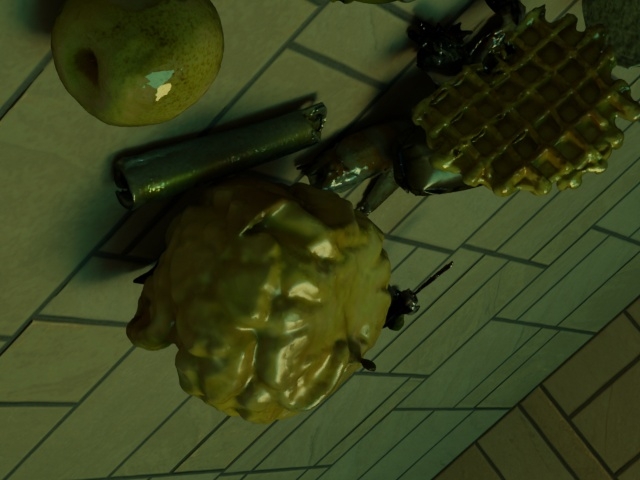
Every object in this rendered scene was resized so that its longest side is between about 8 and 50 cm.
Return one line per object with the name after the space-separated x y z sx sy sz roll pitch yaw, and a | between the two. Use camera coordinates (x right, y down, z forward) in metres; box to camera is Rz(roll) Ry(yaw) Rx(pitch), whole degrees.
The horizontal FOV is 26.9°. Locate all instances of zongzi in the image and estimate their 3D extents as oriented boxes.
0.200 -0.154 2.013 0.260 0.123 0.289 -17 -164 -13 | zongzi

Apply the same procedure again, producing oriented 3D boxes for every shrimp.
0.083 -0.115 2.040 0.185 0.068 0.287 -36 166 7 | shrimp
0.224 -0.280 1.901 0.178 0.075 0.289 -44 156 4 | shrimp

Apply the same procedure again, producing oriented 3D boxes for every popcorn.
-0.092 0.068 1.801 0.349 0.381 0.349 -23 120 -48 | popcorn

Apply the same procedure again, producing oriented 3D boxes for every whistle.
-0.121 -0.114 1.744 0.326 0.057 0.068 -21 145 -33 | whistle

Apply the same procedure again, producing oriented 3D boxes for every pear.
-0.182 -0.202 1.374 0.178 0.178 0.178 -30 155 -15 | pear

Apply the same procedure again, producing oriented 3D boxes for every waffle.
0.279 -0.188 1.821 0.309 0.283 0.065 3 163 1 | waffle

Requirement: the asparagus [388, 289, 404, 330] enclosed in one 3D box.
0.147 0.133 2.590 0.030 0.036 0.165 -40 157 -17 | asparagus

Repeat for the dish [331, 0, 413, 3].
0.093 -0.354 1.540 0.221 0.108 0.262 -32 156 -8 | dish

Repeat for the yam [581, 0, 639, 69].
0.571 -0.398 1.995 0.348 0.241 0.241 -24 153 -23 | yam

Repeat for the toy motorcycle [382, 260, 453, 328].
0.053 0.128 2.333 0.401 0.134 0.207 -44 156 19 | toy motorcycle
